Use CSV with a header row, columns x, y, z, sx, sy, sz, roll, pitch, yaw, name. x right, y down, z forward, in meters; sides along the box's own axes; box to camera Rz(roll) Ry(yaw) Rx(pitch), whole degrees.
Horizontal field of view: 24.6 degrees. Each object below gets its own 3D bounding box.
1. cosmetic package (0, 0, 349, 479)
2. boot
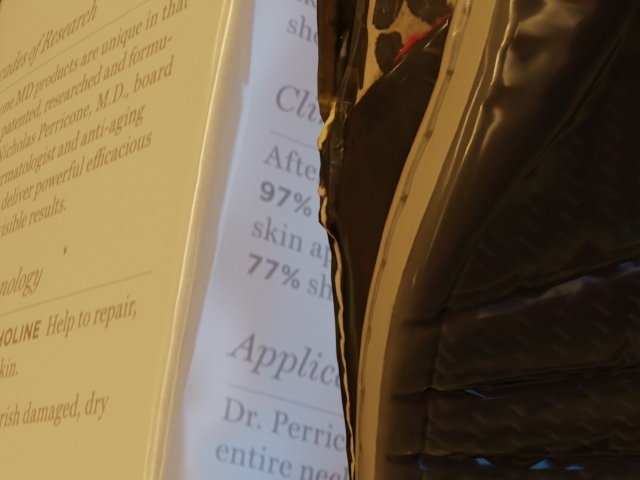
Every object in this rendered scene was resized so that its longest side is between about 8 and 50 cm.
x,y,z,sx,sy,sz,roll,pitch,yaw,name
0.000,0.000,0.814,0.327,0.329,0.393,-17,58,54,cosmetic package
0.030,-0.091,0.431,0.138,0.377,0.284,-8,23,-20,boot
